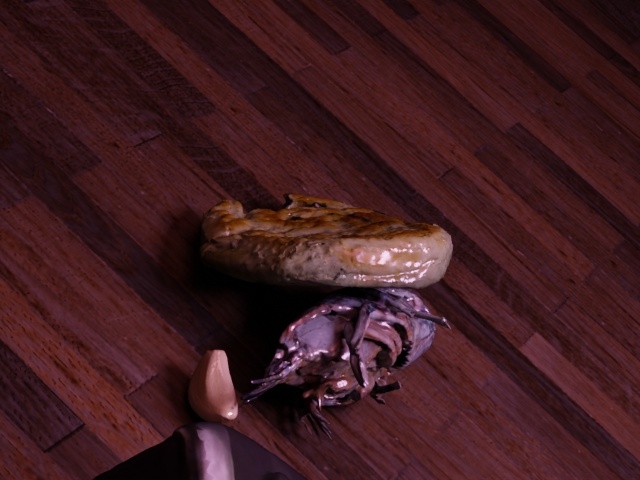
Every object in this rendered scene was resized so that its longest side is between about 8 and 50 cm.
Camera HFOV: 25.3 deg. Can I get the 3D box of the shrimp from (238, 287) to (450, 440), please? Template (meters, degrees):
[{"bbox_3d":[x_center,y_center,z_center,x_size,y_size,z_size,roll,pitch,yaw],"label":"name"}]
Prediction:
[{"bbox_3d":[0.040,0.110,1.548,0.137,0.172,0.372,44,27,3],"label":"shrimp"}]

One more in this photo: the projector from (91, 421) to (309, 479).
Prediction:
[{"bbox_3d":[-0.024,0.393,0.985,0.405,0.242,0.395,44,22,-35],"label":"projector"}]

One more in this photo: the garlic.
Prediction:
[{"bbox_3d":[-0.111,0.154,1.466,0.041,0.053,0.083,11,55,-33],"label":"garlic"}]

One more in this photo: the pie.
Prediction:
[{"bbox_3d":[0.005,0.002,1.624,0.302,0.067,0.302,3,12,-1],"label":"pie"}]
